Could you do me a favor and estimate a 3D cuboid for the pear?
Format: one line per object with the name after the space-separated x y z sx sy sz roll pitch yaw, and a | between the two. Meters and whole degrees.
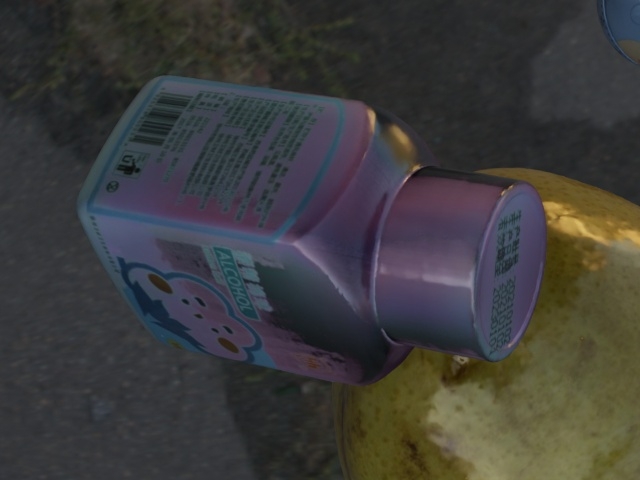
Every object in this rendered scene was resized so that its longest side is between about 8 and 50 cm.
0.153 0.111 1.229 0.314 0.314 0.314 4 81 -25 | pear

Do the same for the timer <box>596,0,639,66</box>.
0.404 -0.241 1.926 0.175 0.255 0.175 -13 124 -20 | timer

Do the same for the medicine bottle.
0.000 0.000 0.801 0.094 0.188 0.119 -63 148 -30 | medicine bottle
